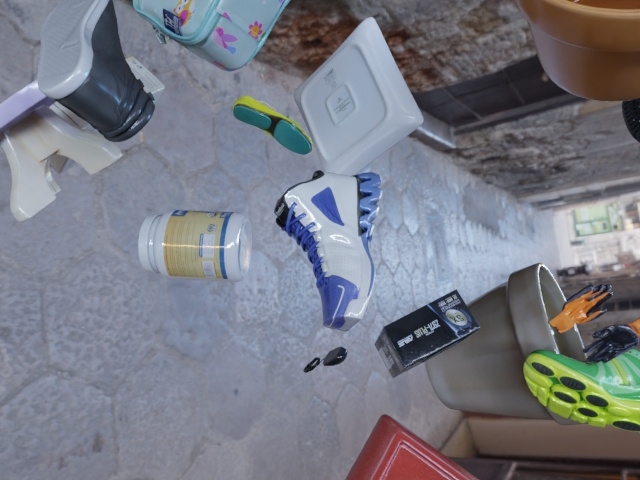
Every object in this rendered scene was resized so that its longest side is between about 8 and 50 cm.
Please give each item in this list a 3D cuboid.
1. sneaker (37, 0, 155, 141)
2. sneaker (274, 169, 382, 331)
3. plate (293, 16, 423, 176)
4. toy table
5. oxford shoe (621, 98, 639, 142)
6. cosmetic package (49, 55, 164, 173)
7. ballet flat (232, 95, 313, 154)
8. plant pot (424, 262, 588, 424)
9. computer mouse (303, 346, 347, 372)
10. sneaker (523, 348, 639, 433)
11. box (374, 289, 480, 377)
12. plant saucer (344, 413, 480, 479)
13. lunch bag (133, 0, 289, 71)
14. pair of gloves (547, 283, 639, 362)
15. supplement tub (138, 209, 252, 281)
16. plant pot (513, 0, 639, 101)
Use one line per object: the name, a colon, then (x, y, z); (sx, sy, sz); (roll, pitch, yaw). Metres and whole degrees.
sneaker: (-0.320, -0.259, 0.759); (0.147, 0.105, 0.295); (53, 17, -50)
sneaker: (0.000, -0.001, 0.917); (0.127, 0.182, 0.315); (118, -17, -60)
plate: (0.058, -0.296, 1.123); (0.045, 0.277, 0.278); (-4, 67, -47)
toy table: (-0.473, -0.163, 0.882); (0.161, 0.274, 0.252); (57, 45, -23)
oxford shoe: (0.625, -0.188, 0.914); (0.096, 0.083, 0.227); (10, 48, -35)
cosmetic package: (-0.517, -0.300, 1.194); (0.113, 0.160, 0.309); (43, 35, -9)
ballet flat: (-0.115, -0.307, 1.331); (0.231, 0.077, 0.077); (27, 45, -8)
plant pot: (0.387, 0.241, 1.094); (0.323, 0.280, 0.323); (35, 43, -41)
computer mouse: (0.018, 0.423, 1.775); (0.041, 0.242, 0.071); (43, 49, -9)
sneaker: (0.478, 0.240, 0.861); (0.123, 0.296, 0.109); (-74, -179, -46)
box: (0.185, 0.174, 0.930); (0.077, 0.147, 0.180); (61, -9, 18)
plant saucer: (0.146, 0.425, 0.740); (0.259, 0.047, 0.258); (35, 56, 7)
lunch bag: (-0.132, -0.378, 0.676); (0.108, 0.224, 0.279); (15, 111, -55)
pair of gloves: (0.298, 0.090, 0.550); (0.083, 0.074, 0.010); (44, 25, 1)
supplement tub: (-0.252, 0.010, 1.053); (0.144, 0.200, 0.144); (3, 90, -85)
plant pot: (0.380, -0.313, 0.634); (0.203, 0.291, 0.290); (53, 37, -60)
